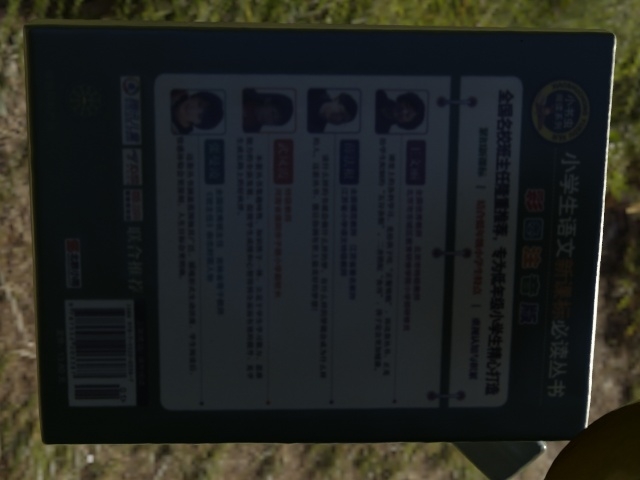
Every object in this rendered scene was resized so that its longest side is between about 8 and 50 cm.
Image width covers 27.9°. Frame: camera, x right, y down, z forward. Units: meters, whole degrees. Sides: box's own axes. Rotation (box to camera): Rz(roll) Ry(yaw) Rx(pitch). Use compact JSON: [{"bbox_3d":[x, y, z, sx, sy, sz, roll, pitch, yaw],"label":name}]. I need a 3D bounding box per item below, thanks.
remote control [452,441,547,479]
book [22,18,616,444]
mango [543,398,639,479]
[{"bbox_3d":[0.062,0.033,0.797,0.123,0.038,0.285,46,12,-18],"label":"remote control"},{"bbox_3d":[0.000,0.000,0.602,0.027,0.264,0.202,-106,-164,-75],"label":"book"},{"bbox_3d":[0.152,0.092,0.427,0.130,0.195,0.091,10,75,-36],"label":"mango"}]
